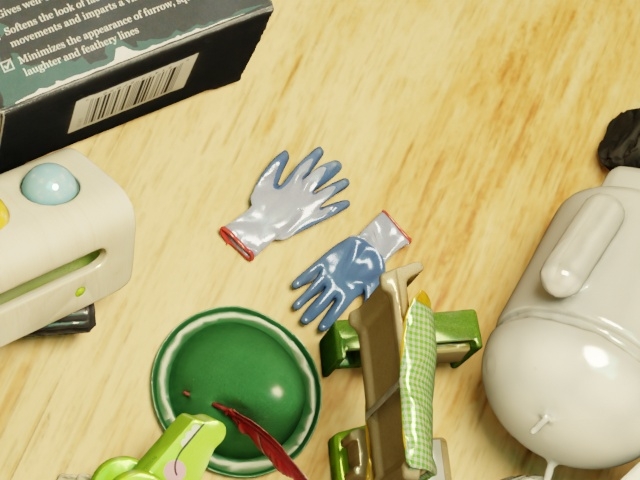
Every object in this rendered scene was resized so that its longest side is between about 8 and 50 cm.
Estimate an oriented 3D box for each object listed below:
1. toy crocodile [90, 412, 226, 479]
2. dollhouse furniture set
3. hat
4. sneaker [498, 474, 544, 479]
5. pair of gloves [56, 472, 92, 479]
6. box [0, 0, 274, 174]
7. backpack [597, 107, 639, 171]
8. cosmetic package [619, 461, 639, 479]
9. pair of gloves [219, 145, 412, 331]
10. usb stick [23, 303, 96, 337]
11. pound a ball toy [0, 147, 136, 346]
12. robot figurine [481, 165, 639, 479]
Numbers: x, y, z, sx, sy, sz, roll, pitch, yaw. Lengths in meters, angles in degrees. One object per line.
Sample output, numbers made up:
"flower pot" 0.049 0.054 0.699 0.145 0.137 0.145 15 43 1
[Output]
"toy crocodile" -0.201 0.299 1.412 0.105 0.115 0.340 43 74 -12
"dollhouse furniture set" 0.108 0.150 1.467 0.151 0.301 0.197 -2 73 -12
"hat" -0.056 0.141 1.492 0.208 0.183 0.173 42 69 0
"sneaker" 0.142 0.320 1.545 0.232 0.090 0.115 -17 83 -17
"pair of gloves" -0.308 0.294 1.462 0.240 0.042 0.204 24 71 -6
"box" -0.277 -0.315 1.551 0.294 0.212 0.395 -24 82 -19
"backpack" 0.408 -0.069 1.702 0.182 0.152 0.115 40 74 -14
"cosmetic package" 0.441 0.276 1.516 0.453 0.161 0.230 -41 65 -12
"pair of gloves" 0.000 0.000 1.633 0.159 0.023 0.198 -43 87 -19
"usb stick" -0.359 0.073 1.499 0.278 0.045 0.077 -4 36 -15
"pound a ball toy" -0.363 0.000 1.443 0.319 0.135 0.208 -26 50 -35
"robot figurine" 0.292 0.085 1.563 0.353 0.200 0.300 -58 138 -27
